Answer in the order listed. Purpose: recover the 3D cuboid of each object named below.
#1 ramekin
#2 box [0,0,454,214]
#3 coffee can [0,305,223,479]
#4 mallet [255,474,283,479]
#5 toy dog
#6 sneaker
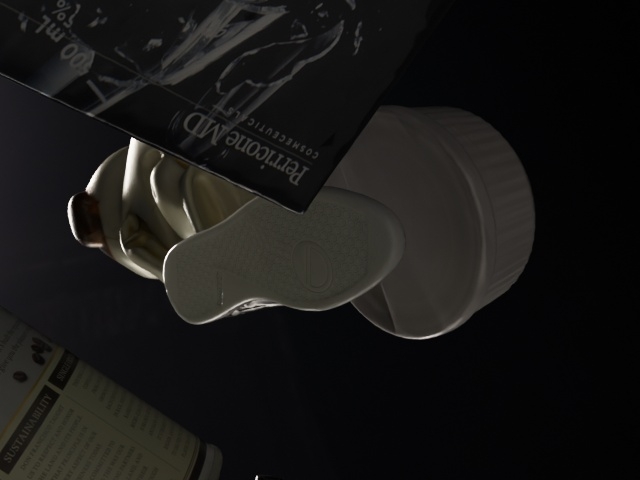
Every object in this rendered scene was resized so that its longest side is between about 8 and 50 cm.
[{"bbox_3d":[0.125,-0.031,1.562,0.127,0.273,0.273,-18,-13,-39],"label":"ramekin"},{"bbox_3d":[-0.072,-0.227,0.668,0.343,0.179,0.312,24,-73,-44],"label":"box"},{"bbox_3d":[-0.230,0.141,0.867,0.201,0.275,0.201,-53,9,12],"label":"coffee can"},{"bbox_3d":[-0.053,0.341,1.666,0.039,0.062,0.189,8,7,-13],"label":"mallet"},{"bbox_3d":[-0.212,-0.072,1.998,0.284,0.395,0.408,-44,9,-34],"label":"toy dog"},{"bbox_3d":[0.000,0.000,1.162,0.147,0.105,0.295,-19,2,-39],"label":"sneaker"}]
